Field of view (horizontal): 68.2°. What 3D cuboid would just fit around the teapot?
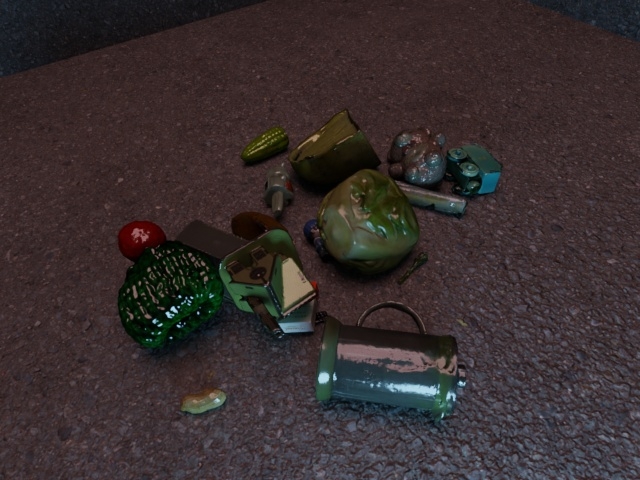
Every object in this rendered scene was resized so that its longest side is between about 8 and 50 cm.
[{"bbox_3d":[0.172,0.274,1.129,0.337,0.200,0.270,7,58,7],"label":"teapot"}]

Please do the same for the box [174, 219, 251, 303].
[{"bbox_3d":[-0.287,0.065,1.373,0.274,0.178,0.138,19,51,21],"label":"box"}]

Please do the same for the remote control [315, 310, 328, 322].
[{"bbox_3d":[-0.025,0.221,1.319,0.096,0.014,0.039,-13,37,-10],"label":"remote control"}]

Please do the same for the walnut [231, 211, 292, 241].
[{"bbox_3d":[-0.181,-0.014,1.476,0.245,0.137,0.137,25,53,24],"label":"walnut"}]

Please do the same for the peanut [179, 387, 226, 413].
[{"bbox_3d":[-0.288,0.391,1.157,0.113,0.053,0.053,-13,47,-8],"label":"peanut"}]

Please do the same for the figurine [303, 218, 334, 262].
[{"bbox_3d":[0.000,0.000,1.493,0.087,0.086,0.149,-25,58,13],"label":"figurine"}]

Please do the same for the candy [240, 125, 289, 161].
[{"bbox_3d":[-0.219,-0.364,1.831,0.210,0.096,0.097,-35,54,-23],"label":"candy"}]

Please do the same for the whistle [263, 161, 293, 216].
[{"bbox_3d":[-0.147,-0.179,1.644,0.106,0.101,0.253,-2,44,-2],"label":"whistle"}]

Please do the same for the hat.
[{"bbox_3d":[-0.431,0.095,1.273,0.274,0.242,0.332,-34,71,-5],"label":"hat"}]

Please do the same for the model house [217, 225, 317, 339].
[{"bbox_3d":[-0.094,0.130,1.190,0.218,0.204,0.279,-33,39,-15],"label":"model house"}]

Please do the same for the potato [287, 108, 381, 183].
[{"bbox_3d":[0.051,-0.284,1.687,0.280,0.212,0.330,-31,25,9],"label":"potato"}]

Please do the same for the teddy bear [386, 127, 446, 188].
[{"bbox_3d":[0.345,-0.301,1.686,0.236,0.151,0.267,-33,51,17],"label":"teddy bear"}]

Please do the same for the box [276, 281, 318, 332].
[{"bbox_3d":[-0.063,0.185,1.320,0.100,0.048,0.152,-3,38,10],"label":"box"}]

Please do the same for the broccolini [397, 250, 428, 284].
[{"bbox_3d":[0.274,0.081,1.425,0.140,0.030,0.035,-40,48,-24],"label":"broccolini"}]

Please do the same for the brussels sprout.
[{"bbox_3d":[0.143,-0.064,1.415,0.328,0.247,0.328,11,41,-10],"label":"brussels sprout"}]

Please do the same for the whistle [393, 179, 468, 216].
[{"bbox_3d":[0.333,-0.153,1.611,0.327,0.067,0.057,19,23,20],"label":"whistle"}]

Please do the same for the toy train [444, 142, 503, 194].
[{"bbox_3d":[0.530,-0.249,1.660,0.163,0.112,0.203,-9,47,-13],"label":"toy train"}]
